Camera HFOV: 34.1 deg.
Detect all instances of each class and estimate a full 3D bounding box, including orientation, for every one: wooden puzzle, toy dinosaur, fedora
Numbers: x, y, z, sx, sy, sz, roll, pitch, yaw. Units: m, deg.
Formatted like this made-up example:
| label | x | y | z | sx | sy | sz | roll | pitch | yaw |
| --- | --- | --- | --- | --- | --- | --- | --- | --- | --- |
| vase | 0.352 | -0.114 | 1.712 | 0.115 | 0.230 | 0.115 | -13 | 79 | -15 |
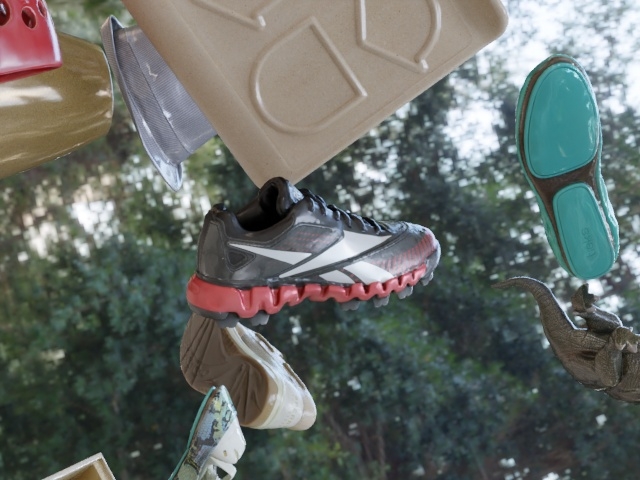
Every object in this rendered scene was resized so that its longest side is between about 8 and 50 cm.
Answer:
| label | x | y | z | sx | sy | sz | roll | pitch | yaw |
| --- | --- | --- | --- | --- | --- | --- | --- | --- | --- |
| wooden puzzle | -0.013 | -0.274 | 1.178 | 0.322 | 0.348 | 0.080 | 54 | 5 | -15 |
| toy dinosaur | 0.332 | 0.130 | 1.135 | 0.160 | 0.314 | 0.121 | 89 | 15 | -54 |
| fedora | -0.211 | -0.220 | 1.510 | 0.243 | 0.124 | 0.275 | 62 | 4 | -59 |

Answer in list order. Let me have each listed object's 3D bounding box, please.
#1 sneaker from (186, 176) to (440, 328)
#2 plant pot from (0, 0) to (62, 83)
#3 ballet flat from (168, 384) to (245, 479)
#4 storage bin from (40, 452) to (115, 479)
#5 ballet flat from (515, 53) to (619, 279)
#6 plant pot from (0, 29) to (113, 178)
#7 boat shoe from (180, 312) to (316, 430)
| label | x | y | z | sx | sy | sz | roll | pitch | yaw |
| --- | --- | --- | --- | --- | --- | --- | --- | --- | --- |
| sneaker | 0.000 | 0.000 | 1.044 | 0.098 | 0.276 | 0.135 | -146 | -128 | -61 |
| plant pot | -0.368 | -0.232 | 1.022 | 0.191 | 0.191 | 0.174 | 3 | -70 | 62 |
| ballet flat | -0.113 | 0.223 | 1.115 | 0.070 | 0.070 | 0.188 | 59 | -36 | 29 |
| storage bin | -0.327 | 0.431 | 1.233 | 0.123 | 0.262 | 0.260 | -39 | -103 | 35 |
| ballet flat | 0.237 | -0.076 | 1.036 | 0.087 | 0.083 | 0.247 | -103 | 174 | -62 |
| plant pot | -0.389 | -0.174 | 1.251 | 0.237 | 0.254 | 0.237 | 26 | -60 | 56 |
| boat shoe | -0.104 | 0.176 | 1.429 | 0.302 | 0.098 | 0.109 | 32 | -82 | 57 |
